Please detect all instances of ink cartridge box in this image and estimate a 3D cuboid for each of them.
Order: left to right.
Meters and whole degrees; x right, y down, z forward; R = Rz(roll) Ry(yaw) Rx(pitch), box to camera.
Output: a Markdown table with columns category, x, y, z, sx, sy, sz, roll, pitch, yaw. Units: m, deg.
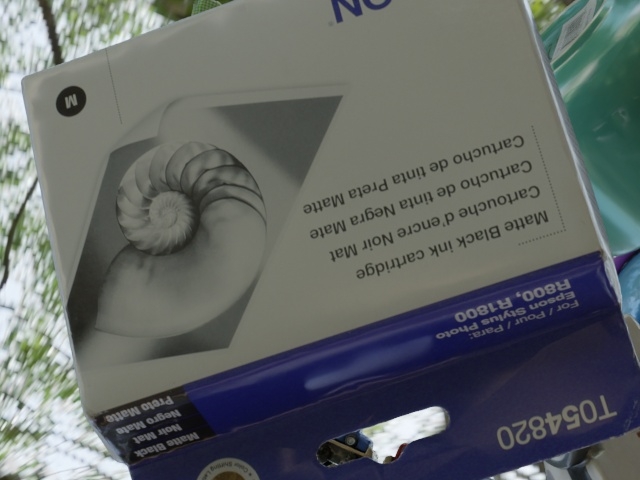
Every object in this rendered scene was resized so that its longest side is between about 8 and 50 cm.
| category | x | y | z | sx | sy | sz | roll | pitch | yaw |
| --- | --- | --- | --- | --- | --- | --- | --- | --- | --- |
| ink cartridge box | 0.000 | 0.000 | 0.761 | 0.223 | 0.045 | 0.224 | -20 | -110 | 10 |

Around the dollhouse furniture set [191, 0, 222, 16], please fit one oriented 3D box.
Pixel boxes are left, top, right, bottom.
| category | x | y | z | sx | sy | sz | roll | pitch | yaw |
| --- | --- | --- | --- | --- | --- | --- | --- | --- | --- |
| dollhouse furniture set | -0.023 | -0.080 | 1.128 | 0.151 | 0.058 | 0.076 | 40 | -119 | -42 |

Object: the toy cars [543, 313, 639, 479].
| category | x | y | z | sx | sy | sz | roll | pitch | yaw |
| --- | --- | --- | --- | --- | --- | --- | --- | --- | --- |
| toy cars | 0.270 | 0.193 | 1.087 | 0.393 | 0.087 | 0.176 | 27 | -123 | -10 |

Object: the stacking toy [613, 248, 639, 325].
| category | x | y | z | sx | sy | sz | roll | pitch | yaw |
| --- | --- | --- | --- | --- | --- | --- | --- | --- | --- |
| stacking toy | 0.283 | 0.091 | 1.231 | 0.141 | 0.141 | 0.330 | -15 | -120 | -13 |

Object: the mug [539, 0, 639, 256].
| category | x | y | z | sx | sy | sz | roll | pitch | yaw |
| --- | --- | --- | --- | --- | --- | --- | --- | --- | --- |
| mug | 0.148 | -0.070 | 0.959 | 0.097 | 0.158 | 0.129 | 43 | -103 | -13 |

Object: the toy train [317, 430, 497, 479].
| category | x | y | z | sx | sy | sz | roll | pitch | yaw |
| --- | --- | --- | --- | --- | --- | --- | --- | --- | --- |
| toy train | 0.059 | 0.146 | 1.166 | 0.158 | 0.027 | 0.036 | 20 | -98 | 16 |
